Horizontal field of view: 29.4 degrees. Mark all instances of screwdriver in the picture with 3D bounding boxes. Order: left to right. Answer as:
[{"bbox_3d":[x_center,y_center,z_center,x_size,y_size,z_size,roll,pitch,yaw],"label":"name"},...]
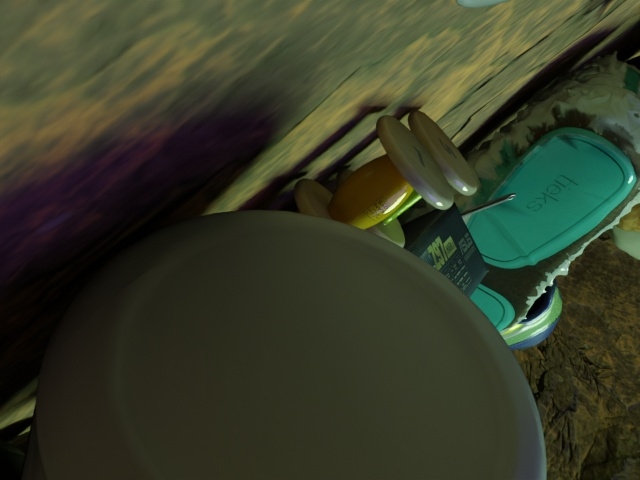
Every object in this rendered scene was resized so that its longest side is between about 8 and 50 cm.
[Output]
[{"bbox_3d":[0.066,-0.003,0.914,0.170,0.024,0.025,-21,171,3],"label":"screwdriver"}]

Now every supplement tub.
[{"bbox_3d":[-0.038,0.136,0.525,0.191,0.191,0.272,-32,157,-39],"label":"supplement tub"}]

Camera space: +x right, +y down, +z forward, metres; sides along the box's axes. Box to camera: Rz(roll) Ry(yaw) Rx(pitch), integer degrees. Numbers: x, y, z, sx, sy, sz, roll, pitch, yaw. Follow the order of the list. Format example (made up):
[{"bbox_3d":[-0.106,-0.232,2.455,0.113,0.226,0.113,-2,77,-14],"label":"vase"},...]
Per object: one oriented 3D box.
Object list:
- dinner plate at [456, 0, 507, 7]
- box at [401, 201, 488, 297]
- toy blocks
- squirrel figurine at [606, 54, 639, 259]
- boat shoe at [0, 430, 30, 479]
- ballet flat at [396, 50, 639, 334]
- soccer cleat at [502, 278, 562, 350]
[{"bbox_3d":[0.110,-0.128,0.449,0.141,0.017,0.141,-38,175,-4],"label":"dinner plate"},{"bbox_3d":[-0.007,0.057,0.737,0.183,0.059,0.232,-25,-175,21],"label":"box"},{"bbox_3d":[0.000,0.000,0.614,0.148,0.054,0.123,-37,176,17],"label":"toy blocks"},{"bbox_3d":[0.387,-0.142,1.049,0.397,0.281,0.370,-49,169,-23],"label":"squirrel figurine"},{"bbox_3d":[-0.184,0.144,0.645,0.072,0.068,0.190,-21,173,4],"label":"boat shoe"},{"bbox_3d":[0.144,-0.011,1.025,0.147,0.147,0.409,-31,172,-43],"label":"ballet flat"},{"bbox_3d":[0.096,0.068,1.207,0.289,0.093,0.121,-6,151,-3],"label":"soccer cleat"}]
